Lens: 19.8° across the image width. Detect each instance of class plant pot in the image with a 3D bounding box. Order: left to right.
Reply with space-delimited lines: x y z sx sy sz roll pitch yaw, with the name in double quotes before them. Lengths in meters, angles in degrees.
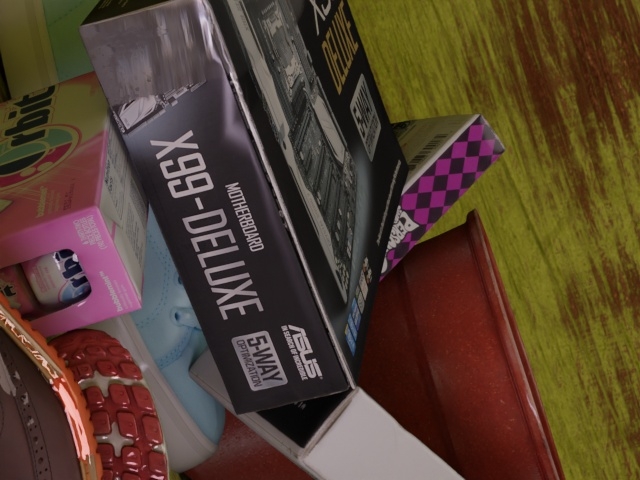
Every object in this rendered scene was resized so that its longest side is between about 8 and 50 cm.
"plant pot" 0.036 0.143 1.420 0.272 0.265 0.272 -17 90 -84

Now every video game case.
"video game case" 0.000 0.000 1.343 0.042 0.232 0.210 51 -22 -18

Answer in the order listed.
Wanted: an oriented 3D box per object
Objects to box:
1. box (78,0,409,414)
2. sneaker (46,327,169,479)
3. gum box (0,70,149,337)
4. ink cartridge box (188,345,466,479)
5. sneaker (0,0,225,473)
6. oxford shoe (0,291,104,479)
"box" -0.033 -0.078 1.103 0.307 0.076 0.242 -71 144 -64
"sneaker" -0.114 0.156 0.912 0.093 0.088 0.225 -119 -154 -85
"gum box" -0.150 -0.014 0.953 0.188 0.107 0.062 -97 167 -62
"ink cartridge box" 0.085 0.192 1.192 0.371 0.069 0.176 45 -8 -28
"sneaker" -0.104 -0.034 1.221 0.135 0.150 0.366 1 71 -83
"oxford shoe" -0.173 0.054 0.744 0.271 0.097 0.098 65 28 -18
